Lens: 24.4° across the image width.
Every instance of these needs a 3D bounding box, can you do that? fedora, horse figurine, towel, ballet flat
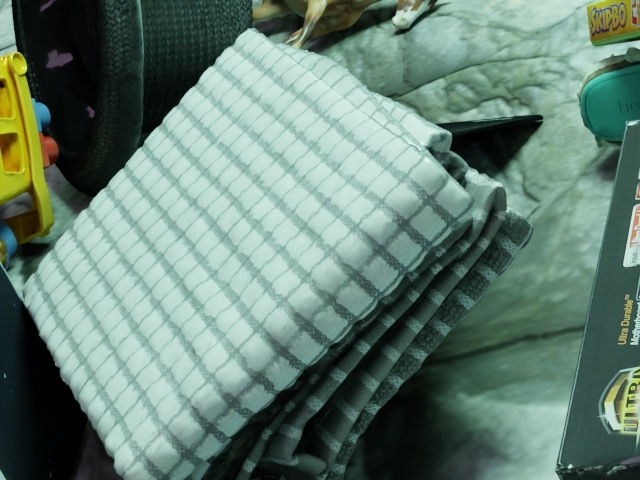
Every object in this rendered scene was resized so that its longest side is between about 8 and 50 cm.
[{"bbox_3d":[-0.156,-0.203,1.255,0.152,0.334,0.334,-5,20,-25],"label":"fedora"},{"bbox_3d":[-0.028,-0.216,1.360,0.174,0.066,0.263,-43,35,-17],"label":"horse figurine"},{"bbox_3d":[-0.031,0.019,0.839,0.235,0.121,0.283,-47,32,-1],"label":"towel"},{"bbox_3d":[0.275,-0.097,0.913,0.241,0.091,0.077,5,17,36],"label":"ballet flat"}]

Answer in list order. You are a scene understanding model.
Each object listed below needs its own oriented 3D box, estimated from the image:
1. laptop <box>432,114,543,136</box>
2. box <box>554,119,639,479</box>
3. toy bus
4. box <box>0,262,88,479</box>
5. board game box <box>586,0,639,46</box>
[{"bbox_3d":[0.000,0.000,1.027,0.234,0.136,0.264,-3,61,35],"label":"laptop"},{"bbox_3d":[0.280,0.020,0.716,0.293,0.073,0.295,-11,32,25],"label":"box"},{"bbox_3d":[-0.284,-0.044,1.176,0.149,0.220,0.211,-12,-2,34],"label":"toy bus"},{"bbox_3d":[-0.329,0.175,0.810,0.312,0.179,0.343,-16,29,13],"label":"box"},{"bbox_3d":[0.309,-0.156,0.916,0.259,0.039,0.124,-7,4,-11],"label":"board game box"}]
